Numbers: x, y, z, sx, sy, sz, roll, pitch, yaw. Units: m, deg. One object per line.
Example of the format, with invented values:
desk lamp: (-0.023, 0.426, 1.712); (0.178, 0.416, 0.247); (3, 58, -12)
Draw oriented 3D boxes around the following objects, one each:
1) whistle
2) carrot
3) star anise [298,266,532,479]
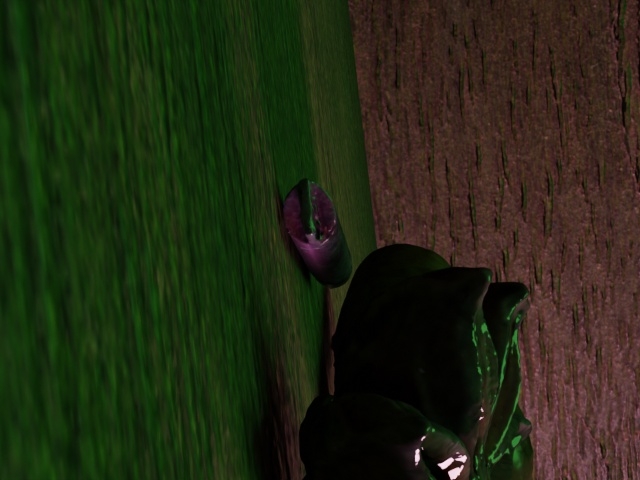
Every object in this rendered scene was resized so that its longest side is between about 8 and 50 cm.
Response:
whistle: (0.000, 0.000, 0.804); (0.176, 0.033, 0.033); (69, 15, -76)
carrot: (0.071, 0.111, 0.933); (0.302, 0.138, 0.139); (-88, 170, -70)
star anise: (0.036, 0.127, 0.612); (0.223, 0.109, 0.236); (-69, 156, -48)
